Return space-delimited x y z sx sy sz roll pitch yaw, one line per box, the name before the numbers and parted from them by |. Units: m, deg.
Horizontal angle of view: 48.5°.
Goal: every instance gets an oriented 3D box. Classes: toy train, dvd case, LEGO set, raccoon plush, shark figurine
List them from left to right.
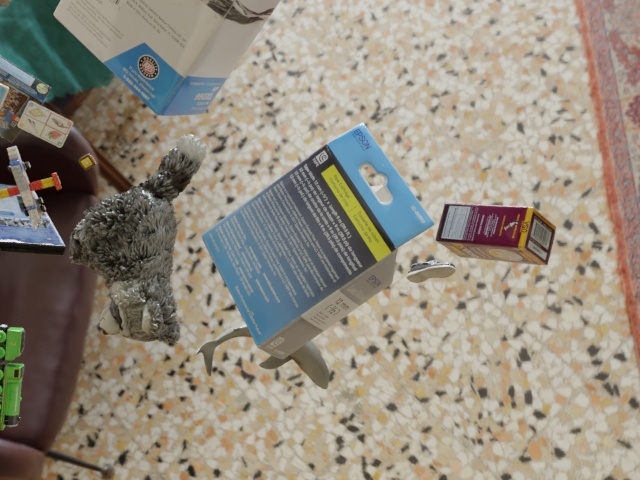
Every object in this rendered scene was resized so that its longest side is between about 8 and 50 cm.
dvd case | -0.588 -0.047 1.293 0.253 0.180 0.022 43 118 44
toy train | -0.242 0.106 0.549 0.023 0.017 0.083 4 94 -15
LEGO set | -0.496 -0.139 1.141 0.183 0.244 0.060 -60 18 9
raccoon plush | -0.342 0.009 1.541 0.299 0.216 0.446 40 100 22
shark figurine | -0.105 0.192 1.421 0.278 0.116 0.166 10 65 -11

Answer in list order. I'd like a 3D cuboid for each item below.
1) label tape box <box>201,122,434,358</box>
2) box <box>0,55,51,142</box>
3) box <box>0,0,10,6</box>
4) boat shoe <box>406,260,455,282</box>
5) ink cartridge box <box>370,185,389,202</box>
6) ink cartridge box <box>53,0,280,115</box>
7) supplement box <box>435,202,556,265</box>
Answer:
label tape box | 0.000 0.000 1.213 0.347 0.115 0.249 -35 60 6
box | -0.688 -0.306 1.507 0.233 0.159 0.044 -22 44 49
box | -0.427 -0.306 0.680 0.232 0.149 0.126 -14 11 -29
boat shoe | 0.243 0.062 1.550 0.125 0.046 0.038 -21 42 48
ink cartridge box | 0.090 -0.059 1.509 0.115 0.198 0.067 -39 103 -12
ink cartridge box | -0.235 -0.460 1.241 0.285 0.166 0.395 44 112 9
supplement box | 0.326 -0.013 1.329 0.188 0.104 0.081 5 74 44
